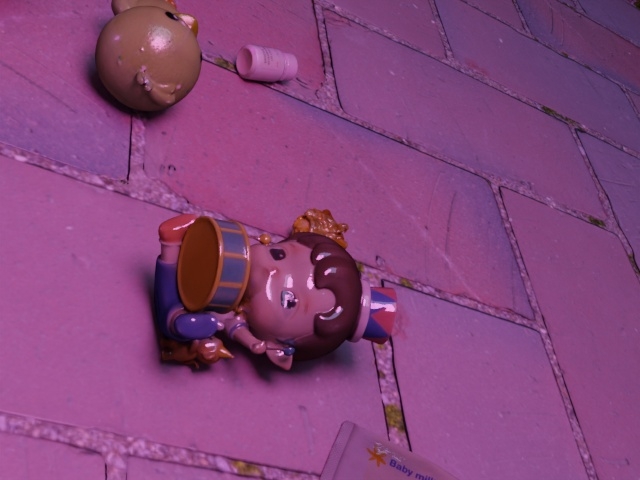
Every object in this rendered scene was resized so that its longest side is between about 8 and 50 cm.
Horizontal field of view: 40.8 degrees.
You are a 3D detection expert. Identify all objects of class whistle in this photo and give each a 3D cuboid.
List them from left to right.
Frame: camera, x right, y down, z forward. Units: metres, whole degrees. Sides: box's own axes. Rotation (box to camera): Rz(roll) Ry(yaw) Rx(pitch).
[{"bbox_3d":[-0.213,-0.275,1.141,0.141,0.141,0.294,27,39,-18],"label":"whistle"}]

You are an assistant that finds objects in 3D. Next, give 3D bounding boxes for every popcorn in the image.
[{"bbox_3d":[0.000,0.000,1.112,0.083,0.057,0.082,36,38,-11],"label":"popcorn"}]

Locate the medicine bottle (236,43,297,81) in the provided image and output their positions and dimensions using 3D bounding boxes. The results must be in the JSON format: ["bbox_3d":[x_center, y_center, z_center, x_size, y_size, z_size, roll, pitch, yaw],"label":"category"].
[{"bbox_3d":[-0.082,-0.270,1.319,0.089,0.052,0.052,-3,54,-43],"label":"medicine bottle"}]

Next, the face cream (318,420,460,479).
[{"bbox_3d":[0.109,0.282,0.925,0.224,0.070,0.114,30,37,0],"label":"face cream"}]

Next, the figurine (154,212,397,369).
[{"bbox_3d":[-0.044,0.056,0.931,0.275,0.158,0.161,6,58,-37],"label":"figurine"}]
